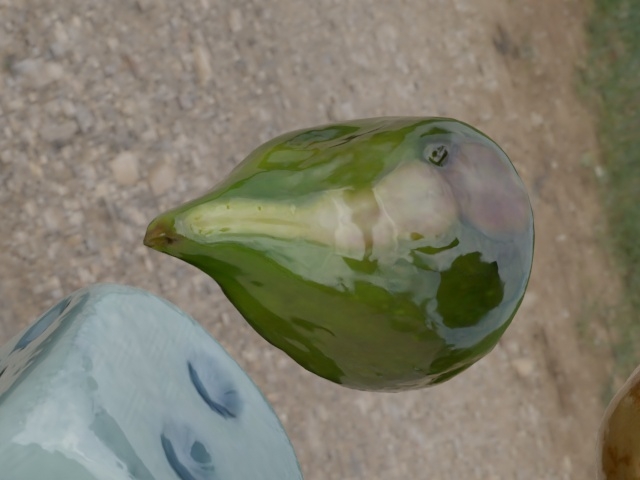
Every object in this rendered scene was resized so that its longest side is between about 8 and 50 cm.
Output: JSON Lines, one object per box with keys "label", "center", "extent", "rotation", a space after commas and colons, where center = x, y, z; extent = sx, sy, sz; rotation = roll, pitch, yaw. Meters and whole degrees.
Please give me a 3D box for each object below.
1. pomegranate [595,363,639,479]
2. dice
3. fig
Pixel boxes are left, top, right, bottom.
{"label": "pomegranate", "center": [0.283, 0.161, 0.854], "extent": [0.248, 0.248, 0.248], "rotation": [40, 41, -47]}
{"label": "dice", "center": [-0.188, 0.215, 1.157], "extent": [0.264, 0.268, 0.262], "rotation": [46, 21, -13]}
{"label": "fig", "center": [0.000, 0.000, 0.956], "extent": [0.275, 0.206, 0.206], "rotation": [4, 68, -31]}
